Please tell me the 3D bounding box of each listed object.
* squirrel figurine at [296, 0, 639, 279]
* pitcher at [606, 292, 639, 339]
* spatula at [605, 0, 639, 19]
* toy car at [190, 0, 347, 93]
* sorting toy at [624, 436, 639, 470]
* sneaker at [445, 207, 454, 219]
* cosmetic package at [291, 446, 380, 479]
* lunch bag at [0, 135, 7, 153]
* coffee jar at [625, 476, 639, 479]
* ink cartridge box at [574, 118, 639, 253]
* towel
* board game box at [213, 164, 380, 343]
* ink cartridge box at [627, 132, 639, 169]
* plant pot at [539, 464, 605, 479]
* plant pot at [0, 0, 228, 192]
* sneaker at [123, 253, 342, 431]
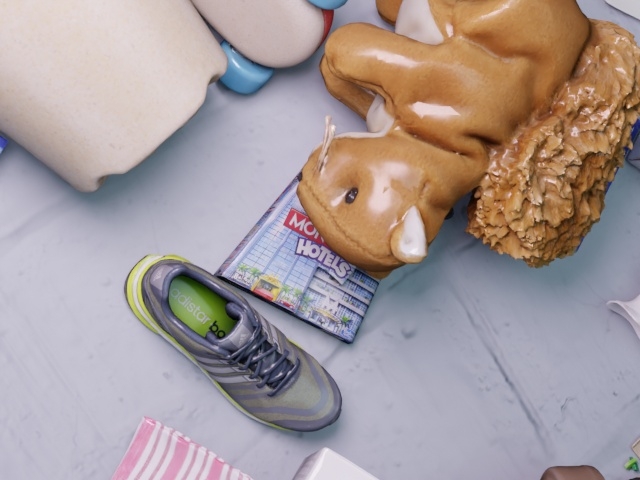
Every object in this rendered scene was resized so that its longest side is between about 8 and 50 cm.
[{"bbox_3d":[0.170,-0.112,1.142,0.397,0.281,0.371,27,75,-10],"label":"squirrel figurine"},{"bbox_3d":[0.514,0.080,1.376,0.207,0.125,0.178,-40,120,-5],"label":"pitcher"},{"bbox_3d":[0.382,-0.422,1.400,0.242,0.019,0.168,24,81,-15],"label":"spatula"},{"bbox_3d":[-0.050,-0.339,1.196,0.210,0.219,0.238,41,48,-12],"label":"toy car"},{"bbox_3d":[0.455,0.296,1.392,0.083,0.012,0.062,-41,100,-15],"label":"sorting toy"},{"bbox_3d":[0.137,-0.050,1.296,0.083,0.035,0.031,27,81,-15],"label":"sneaker"},{"bbox_3d":[-0.043,0.430,1.099,0.156,0.217,0.385,31,75,2],"label":"cosmetic package"},{"bbox_3d":[-0.498,-0.078,1.068,0.293,0.138,0.221,34,77,-26],"label":"lunch bag"},{"bbox_3d":[0.488,0.361,1.365,0.184,0.079,0.096,-3,88,-17],"label":"coffee jar"},{"bbox_3d":[0.313,-0.131,1.350,0.224,0.045,0.223,31,79,-14],"label":"ink cartridge box"},{"bbox_3d":[-0.159,0.299,1.130,0.197,0.029,0.144,24,78,28],"label":"towel"},{"bbox_3d":[0.000,0.000,1.239,0.194,0.060,0.194,28,80,-14],"label":"board game box"},{"bbox_3d":[0.661,-0.136,1.400,0.384,0.160,0.279,31,78,-14],"label":"ink cartridge box"},{"bbox_3d":[0.224,0.407,1.212,0.229,0.263,0.263,-2,88,0],"label":"plant pot"},{"bbox_3d":[-0.274,-0.228,1.051,0.334,0.334,0.305,-47,112,-14],"label":"plant pot"},{"bbox_3d":[-0.094,0.126,1.170,0.300,0.121,0.111,37,78,-13],"label":"sneaker"}]
